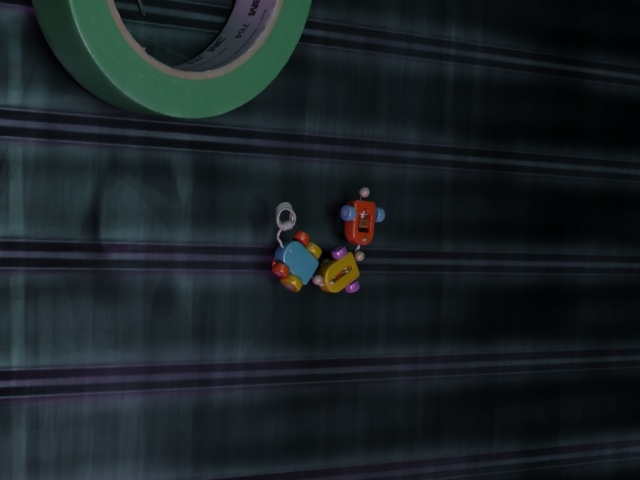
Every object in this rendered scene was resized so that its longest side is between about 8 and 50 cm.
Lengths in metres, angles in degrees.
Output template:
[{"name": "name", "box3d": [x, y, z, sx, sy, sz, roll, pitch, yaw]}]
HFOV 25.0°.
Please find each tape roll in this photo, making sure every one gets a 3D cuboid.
[{"name": "tape roll", "box3d": [-0.149, -0.290, 1.511, 0.321, 0.077, 0.321, -10, 105, -40]}]

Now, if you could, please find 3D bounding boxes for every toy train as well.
[{"name": "toy train", "box3d": [0.000, 0.000, 1.690, 0.166, 0.046, 0.125, -2, 94, -41]}]

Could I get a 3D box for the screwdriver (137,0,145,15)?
[{"name": "screwdriver", "box3d": [-0.215, -0.316, 1.517, 0.024, 0.025, 0.170, -33, 122, -32]}]
